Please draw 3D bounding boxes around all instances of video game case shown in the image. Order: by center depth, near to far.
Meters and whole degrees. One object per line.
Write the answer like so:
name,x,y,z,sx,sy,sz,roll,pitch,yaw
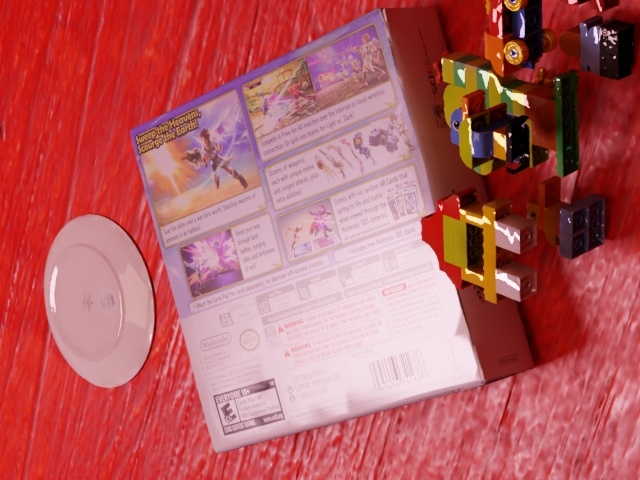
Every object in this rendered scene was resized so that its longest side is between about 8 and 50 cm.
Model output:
video game case,0.000,0.000,1.211,0.269,0.061,0.244,-20,84,45

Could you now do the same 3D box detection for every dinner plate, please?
dinner plate,-0.184,0.050,1.435,0.141,0.017,0.141,9,103,42

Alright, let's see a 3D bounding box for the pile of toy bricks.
pile of toy bricks,0.108,-0.082,1.058,0.105,0.118,0.212,22,125,42
